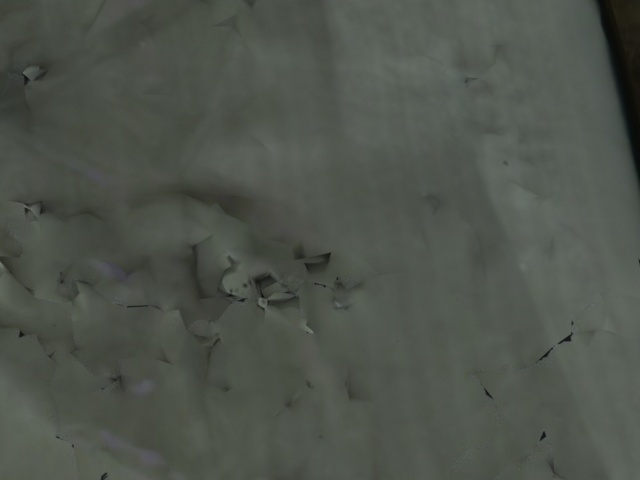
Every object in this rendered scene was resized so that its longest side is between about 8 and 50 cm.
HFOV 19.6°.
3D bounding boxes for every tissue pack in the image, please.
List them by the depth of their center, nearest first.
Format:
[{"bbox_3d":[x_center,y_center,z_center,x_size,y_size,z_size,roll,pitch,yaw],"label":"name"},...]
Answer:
[{"bbox_3d":[-0.034,0.101,0.544,0.253,0.416,0.264,-11,62,-3],"label":"tissue pack"}]
